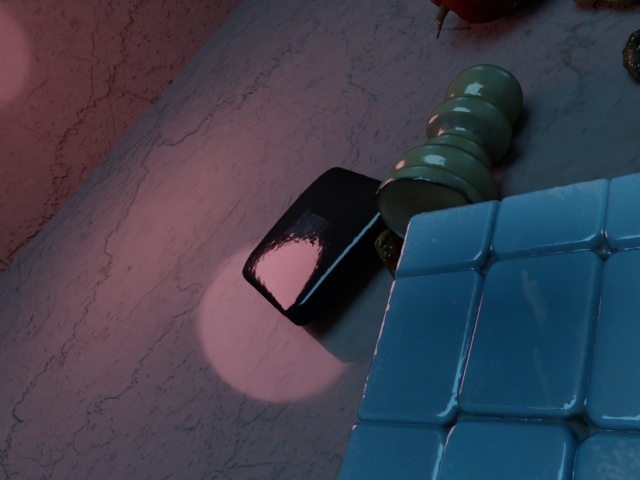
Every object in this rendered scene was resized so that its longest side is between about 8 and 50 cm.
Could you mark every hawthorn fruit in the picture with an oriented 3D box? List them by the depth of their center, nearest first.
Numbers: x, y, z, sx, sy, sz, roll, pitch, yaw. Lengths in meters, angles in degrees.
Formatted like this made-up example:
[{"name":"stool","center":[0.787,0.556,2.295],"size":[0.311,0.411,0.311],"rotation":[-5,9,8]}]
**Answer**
[{"name":"hawthorn fruit","center":[0.319,-0.561,1.377],"size":[0.262,0.258,0.258],"rotation":[-23,37,5]}]

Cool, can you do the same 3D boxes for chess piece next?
[{"name":"chess piece","center":[0.232,-0.158,1.140],"size":[0.182,0.182,0.330],"rotation":[-5,47,45]}]

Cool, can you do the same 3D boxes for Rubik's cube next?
[{"name":"Rubik's cube","center":[0.253,0.161,0.639],"size":[0.316,0.319,0.322],"rotation":[-8,50,41]}]

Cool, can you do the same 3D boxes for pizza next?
[{"name":"pizza","center":[0.127,0.013,1.146],"size":[0.029,0.100,0.099],"rotation":[-17,28,28]}]

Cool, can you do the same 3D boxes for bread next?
[{"name":"bread","center":[0.513,-0.301,1.065],"size":[0.113,0.060,0.082],"rotation":[-31,39,24]}]

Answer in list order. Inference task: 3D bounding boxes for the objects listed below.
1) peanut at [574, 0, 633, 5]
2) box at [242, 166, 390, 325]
[{"name":"peanut","center":[0.503,-0.449,1.208],"size":[0.082,0.082,0.187],"rotation":[-48,33,-3]},{"name":"box","center":[0.000,0.000,1.275],"size":[0.290,0.073,0.289],"rotation":[-50,27,-5]}]
